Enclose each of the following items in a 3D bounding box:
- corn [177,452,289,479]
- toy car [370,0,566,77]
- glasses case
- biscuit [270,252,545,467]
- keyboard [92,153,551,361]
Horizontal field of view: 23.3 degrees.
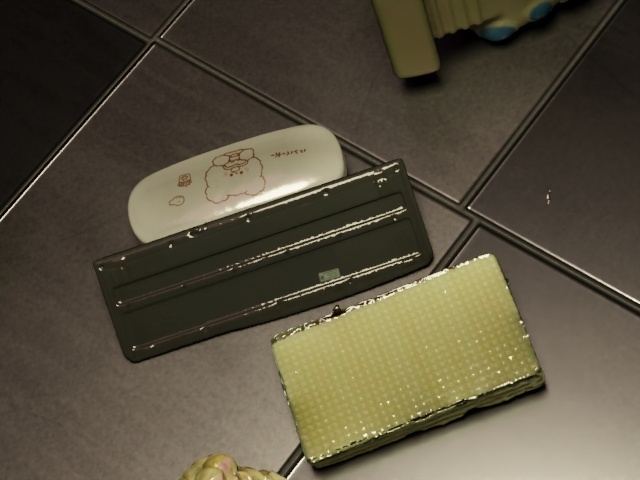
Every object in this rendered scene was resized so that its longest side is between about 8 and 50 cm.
[{"bbox_3d":[-0.115,0.314,1.125,0.127,0.126,0.335,24,73,23],"label":"corn"},{"bbox_3d":[0.083,-0.340,1.366,0.226,0.242,0.336,-30,61,-1],"label":"toy car"},{"bbox_3d":[-0.072,-0.044,1.343,0.193,0.049,0.074,-18,61,4],"label":"glasses case"},{"bbox_3d":[0.067,0.096,1.242,0.199,0.040,0.121,-21,62,3],"label":"biscuit"},{"bbox_3d":[0.002,-0.001,1.295,0.381,0.041,0.103,-18,90,9],"label":"keyboard"}]
